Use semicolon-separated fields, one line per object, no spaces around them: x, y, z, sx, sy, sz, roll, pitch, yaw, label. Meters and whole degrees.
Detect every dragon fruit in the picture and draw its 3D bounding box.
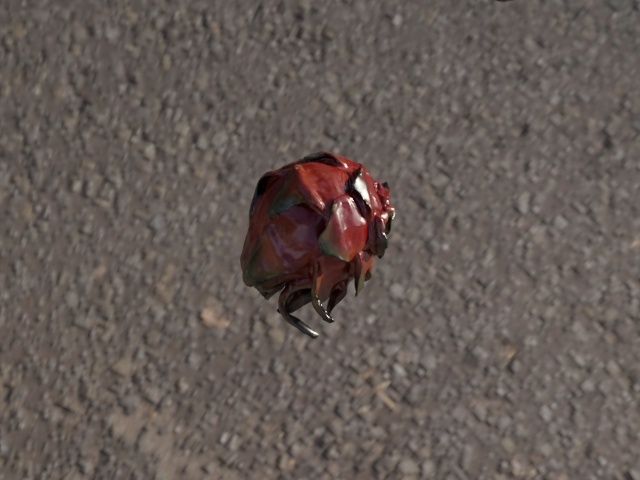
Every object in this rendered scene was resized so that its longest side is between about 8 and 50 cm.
-0.005;-0.005;1.151;0.121;0.130;0.142;35;83;11;dragon fruit
